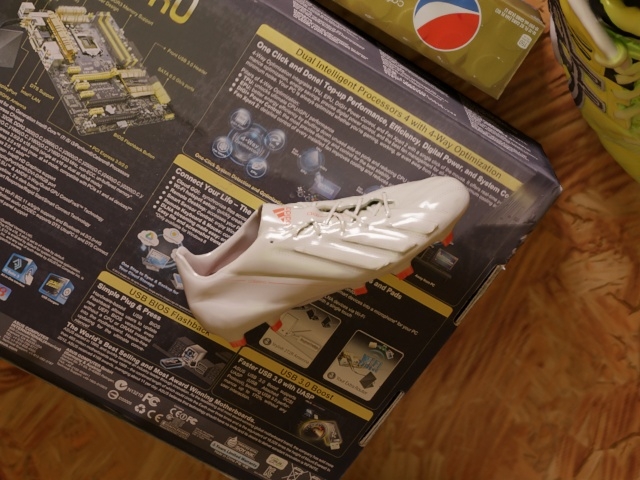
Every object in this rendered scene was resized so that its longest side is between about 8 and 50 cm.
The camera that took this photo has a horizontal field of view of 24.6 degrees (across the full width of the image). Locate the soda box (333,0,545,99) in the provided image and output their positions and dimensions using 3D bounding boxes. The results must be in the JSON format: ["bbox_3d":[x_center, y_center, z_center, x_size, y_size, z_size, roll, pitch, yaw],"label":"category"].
[{"bbox_3d":[0.059,-0.171,0.992,0.181,0.058,0.061,30,109,-6],"label":"soda box"}]

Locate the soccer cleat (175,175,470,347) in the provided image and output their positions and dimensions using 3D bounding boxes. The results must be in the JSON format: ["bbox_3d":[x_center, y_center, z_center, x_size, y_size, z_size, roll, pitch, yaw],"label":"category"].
[{"bbox_3d":[0.000,0.000,0.942,0.196,0.068,0.076,-26,111,9],"label":"soccer cleat"}]

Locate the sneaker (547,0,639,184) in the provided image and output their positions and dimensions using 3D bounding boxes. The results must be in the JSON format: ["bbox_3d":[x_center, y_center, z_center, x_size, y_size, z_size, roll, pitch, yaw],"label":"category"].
[{"bbox_3d":[0.195,-0.134,0.898,0.145,0.147,0.385,-9,135,24],"label":"sneaker"}]

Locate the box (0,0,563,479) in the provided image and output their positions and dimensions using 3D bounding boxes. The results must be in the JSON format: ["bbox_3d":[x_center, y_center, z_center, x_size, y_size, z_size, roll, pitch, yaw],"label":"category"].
[{"bbox_3d":[-0.086,-0.024,1.010,0.395,0.097,0.318,29,111,-16],"label":"box"}]
